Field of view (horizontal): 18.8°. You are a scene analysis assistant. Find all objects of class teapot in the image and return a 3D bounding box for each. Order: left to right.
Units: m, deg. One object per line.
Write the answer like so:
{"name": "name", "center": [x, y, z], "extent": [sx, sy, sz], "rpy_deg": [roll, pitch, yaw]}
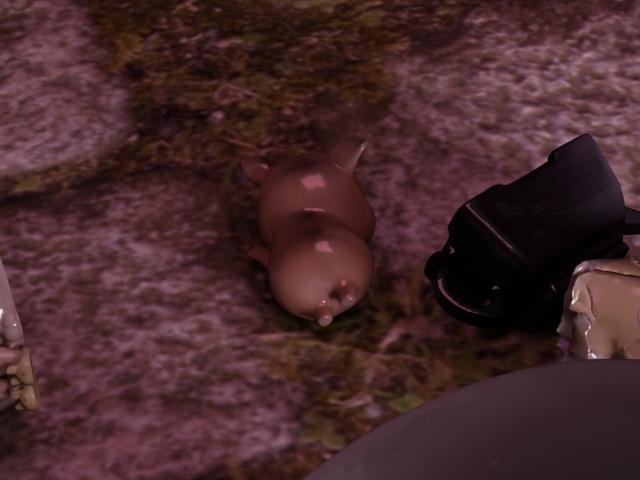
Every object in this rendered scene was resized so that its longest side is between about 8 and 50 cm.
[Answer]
{"name": "teapot", "center": [0.149, 0.009, 1.259], "extent": [0.177, 0.087, 0.096], "rpy_deg": [-29, 70, -31]}

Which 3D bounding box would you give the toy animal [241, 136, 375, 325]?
{"name": "toy animal", "center": [-0.001, -0.004, 1.266], "extent": [0.084, 0.089, 0.150], "rpy_deg": [-4, 48, -12]}

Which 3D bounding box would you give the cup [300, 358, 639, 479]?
{"name": "cup", "center": [0.102, 0.232, 0.865], "extent": [0.347, 0.163, 0.347], "rpy_deg": [-22, 34, 16]}

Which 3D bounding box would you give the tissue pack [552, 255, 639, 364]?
{"name": "tissue pack", "center": [0.273, 0.096, 1.081], "extent": [0.257, 0.123, 0.215], "rpy_deg": [24, 13, 23]}

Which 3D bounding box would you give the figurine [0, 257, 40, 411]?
{"name": "figurine", "center": [-0.295, 0.077, 1.137], "extent": [0.236, 0.127, 0.155], "rpy_deg": [-16, 52, -12]}
